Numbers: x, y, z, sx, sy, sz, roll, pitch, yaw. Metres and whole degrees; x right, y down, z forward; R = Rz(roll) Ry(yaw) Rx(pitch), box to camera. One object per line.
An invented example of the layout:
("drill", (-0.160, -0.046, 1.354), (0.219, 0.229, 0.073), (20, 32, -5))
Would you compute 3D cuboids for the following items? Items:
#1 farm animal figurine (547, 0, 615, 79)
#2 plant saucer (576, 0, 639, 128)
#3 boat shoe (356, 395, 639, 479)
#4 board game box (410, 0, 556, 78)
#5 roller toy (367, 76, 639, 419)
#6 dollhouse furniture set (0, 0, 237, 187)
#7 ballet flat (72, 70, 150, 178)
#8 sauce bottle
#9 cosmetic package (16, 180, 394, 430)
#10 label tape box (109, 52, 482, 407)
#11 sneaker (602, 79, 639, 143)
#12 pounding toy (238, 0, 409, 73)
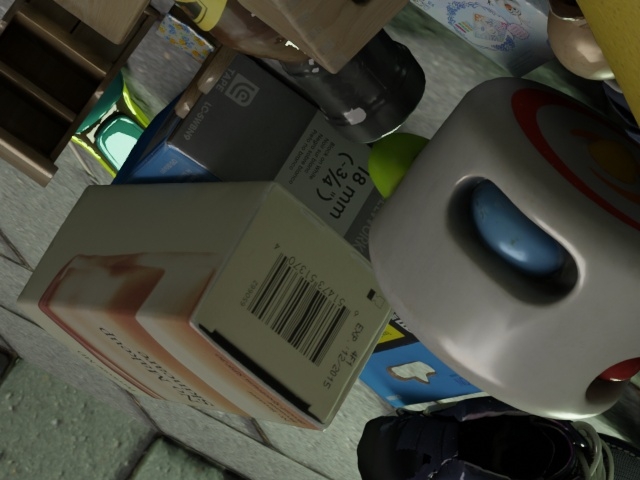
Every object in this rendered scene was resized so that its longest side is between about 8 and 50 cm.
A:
("farm animal figurine", (0.184, -0.122, 0.674), (0.326, 0.172, 0.330), (39, 162, -21))
("plant saucer", (0.266, -0.050, 0.538), (0.332, 0.081, 0.333), (-18, 128, 23))
("boat shoe", (0.214, 0.212, 1.502), (0.340, 0.127, 0.158), (10, 163, -26))
("board game box", (0.106, -0.140, 1.018), (0.090, 0.020, 0.090), (36, 162, -10))
("roller toy", (0.142, -0.001, 1.032), (0.209, 0.146, 0.191), (24, -152, -24))
("dollhouse furniture set", (-0.183, -0.154, 1.237), (0.212, 0.161, 0.242), (35, 163, -8))
("ballet flat", (-0.209, -0.125, 1.523), (0.077, 0.077, 0.231), (42, 171, 28))
("sauce bottle", (-0.056, -0.187, 1.014), (0.111, 0.111, 0.344), (10, 151, 50))
("cosmetic package", (-0.096, 0.046, 1.330), (0.153, 0.129, 0.296), (40, 160, -26))
("label tape box", (0.000, 0.000, 1.433), (0.333, 0.106, 0.240), (35, 162, -11))
("sneaker", (0.250, -0.057, 0.883), (0.226, 0.086, 0.163), (19, 161, 40))
("pounding toy", (0.025, -0.167, 0.919), (0.100, 0.141, 0.130), (48, 177, -42))
